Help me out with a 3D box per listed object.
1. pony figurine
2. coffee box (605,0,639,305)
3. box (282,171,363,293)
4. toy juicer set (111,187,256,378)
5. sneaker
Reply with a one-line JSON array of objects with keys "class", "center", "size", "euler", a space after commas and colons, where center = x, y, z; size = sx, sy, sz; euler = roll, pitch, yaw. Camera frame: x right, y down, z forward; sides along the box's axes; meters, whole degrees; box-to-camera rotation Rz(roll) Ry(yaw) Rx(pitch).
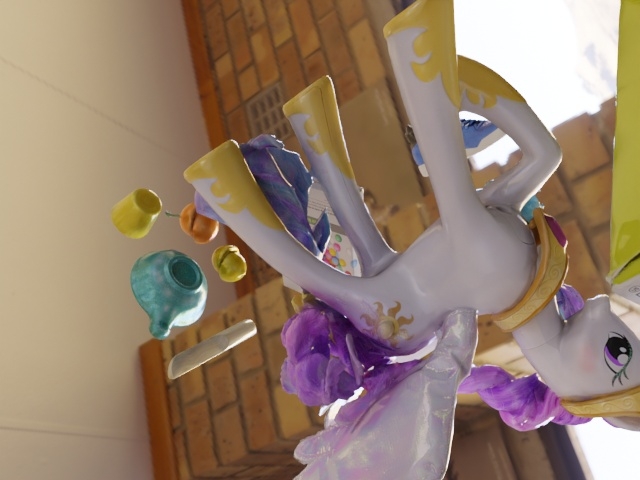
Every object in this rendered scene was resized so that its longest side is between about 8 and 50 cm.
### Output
[{"class": "pony figurine", "center": [0.068, 0.052, 0.583], "size": [0.363, 0.351, 0.303], "euler": [55, -158, -8]}, {"class": "coffee box", "center": [0.445, -0.106, 0.535], "size": [0.334, 0.338, 0.338], "euler": [23, -122, -14]}, {"class": "box", "center": [0.000, 0.000, 1.068], "size": [0.038, 0.145, 0.186], "euler": [-34, -49, -37]}, {"class": "toy juicer set", "center": [-0.209, 0.075, 1.242], "size": [0.209, 0.089, 0.329], "euler": [5, -125, -45]}, {"class": "sneaker", "center": [0.174, -0.147, 1.001], "size": [0.058, 0.152, 0.085], "euler": [-34, -83, -43]}]
